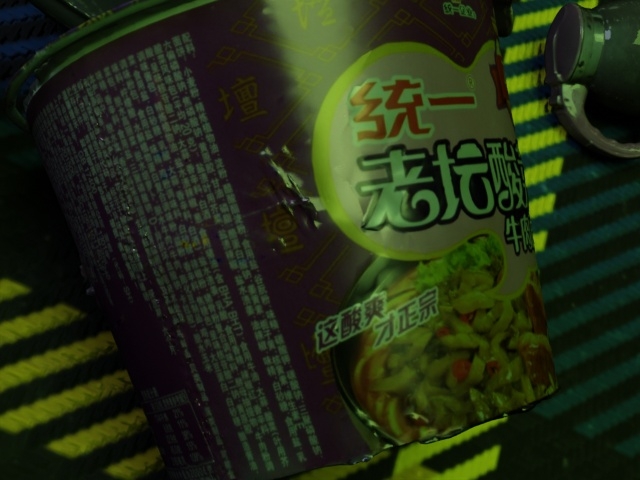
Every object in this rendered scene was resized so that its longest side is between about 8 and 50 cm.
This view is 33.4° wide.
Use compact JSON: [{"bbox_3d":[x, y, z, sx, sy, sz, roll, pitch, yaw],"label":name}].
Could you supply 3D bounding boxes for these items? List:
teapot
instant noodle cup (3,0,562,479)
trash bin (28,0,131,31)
[{"bbox_3d":[0.279,-0.162,1.009,0.146,0.148,0.116,7,29,-10],"label":"teapot"},{"bbox_3d":[0.000,0.000,0.679,0.340,0.340,0.265,-13,83,-29],"label":"instant noodle cup"},{"bbox_3d":[-0.125,-0.221,0.747,0.209,0.290,0.182,44,99,-2],"label":"trash bin"}]
